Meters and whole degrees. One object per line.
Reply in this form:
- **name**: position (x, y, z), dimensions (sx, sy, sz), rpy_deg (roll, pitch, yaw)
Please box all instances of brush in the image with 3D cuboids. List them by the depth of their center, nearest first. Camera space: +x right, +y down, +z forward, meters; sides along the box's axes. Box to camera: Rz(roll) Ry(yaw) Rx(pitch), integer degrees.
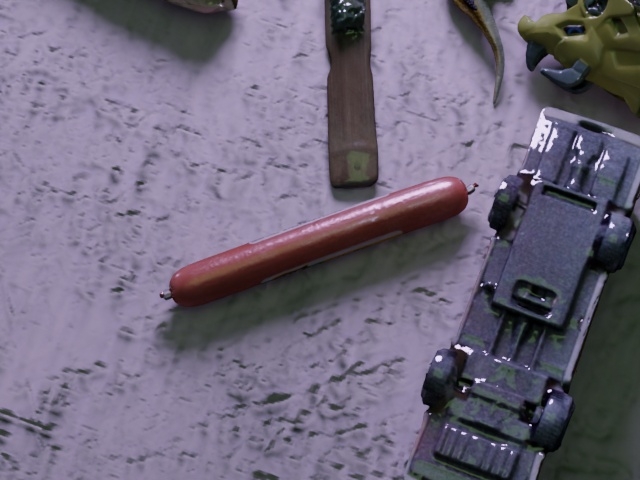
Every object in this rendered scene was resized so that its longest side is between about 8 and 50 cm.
- **brush**: position (0.020, -0.128, 1.219), dimensions (0.034, 0.027, 0.190), rpy_deg (-2, 71, 3)

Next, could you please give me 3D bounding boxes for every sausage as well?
- **sausage**: position (0.000, 0.000, 1.172), dimensions (0.223, 0.029, 0.029), rpy_deg (-19, 71, -5)

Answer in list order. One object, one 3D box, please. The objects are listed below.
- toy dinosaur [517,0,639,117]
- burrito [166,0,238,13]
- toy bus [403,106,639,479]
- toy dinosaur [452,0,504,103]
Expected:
- **toy dinosaur**: position (0.264, -0.126, 1.167), dimensions (0.259, 0.094, 0.153), rpy_deg (33, 99, 19)
- **burrito**: position (-0.139, -0.204, 1.246), dimensions (0.185, 0.041, 0.045), rpy_deg (30, 32, 12)
- **toy bus**: position (0.128, 0.051, 1.111), dimensions (0.092, 0.106, 0.268), rpy_deg (19, 70, 8)
- **toy dinosaur**: position (0.113, -0.186, 1.233), dimensions (0.058, 0.037, 0.180), rpy_deg (-23, 62, 19)
